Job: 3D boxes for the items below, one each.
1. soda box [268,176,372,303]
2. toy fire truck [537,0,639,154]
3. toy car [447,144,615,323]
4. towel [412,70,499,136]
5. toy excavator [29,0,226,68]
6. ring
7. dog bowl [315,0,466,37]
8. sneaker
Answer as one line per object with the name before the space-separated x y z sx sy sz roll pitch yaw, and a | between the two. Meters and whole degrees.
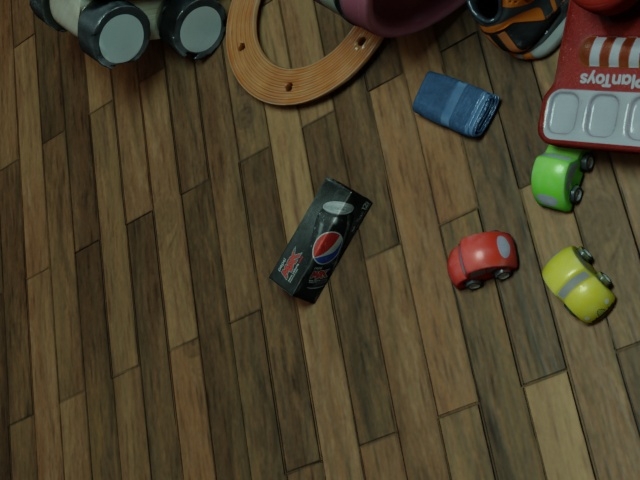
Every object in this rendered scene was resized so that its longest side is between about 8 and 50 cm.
soda box | 0.000 0.000 1.680 0.060 0.053 0.169 34 97 41
toy fire truck | 0.404 -0.214 1.367 0.302 0.169 0.253 12 92 41
toy car | 0.271 -0.029 1.473 0.239 0.053 0.225 16 85 41
towel | 0.182 -0.183 1.615 0.119 0.029 0.067 30 94 40
toy excavator | -0.231 -0.534 1.905 0.222 0.433 0.445 39 131 40
ring | -0.010 -0.361 1.831 0.337 0.032 0.336 -14 66 35
dog bowl | 0.137 -0.431 1.516 0.408 0.408 0.150 -48 70 15
sneaker | 0.296 -0.392 1.497 0.125 0.180 0.321 32 95 41
